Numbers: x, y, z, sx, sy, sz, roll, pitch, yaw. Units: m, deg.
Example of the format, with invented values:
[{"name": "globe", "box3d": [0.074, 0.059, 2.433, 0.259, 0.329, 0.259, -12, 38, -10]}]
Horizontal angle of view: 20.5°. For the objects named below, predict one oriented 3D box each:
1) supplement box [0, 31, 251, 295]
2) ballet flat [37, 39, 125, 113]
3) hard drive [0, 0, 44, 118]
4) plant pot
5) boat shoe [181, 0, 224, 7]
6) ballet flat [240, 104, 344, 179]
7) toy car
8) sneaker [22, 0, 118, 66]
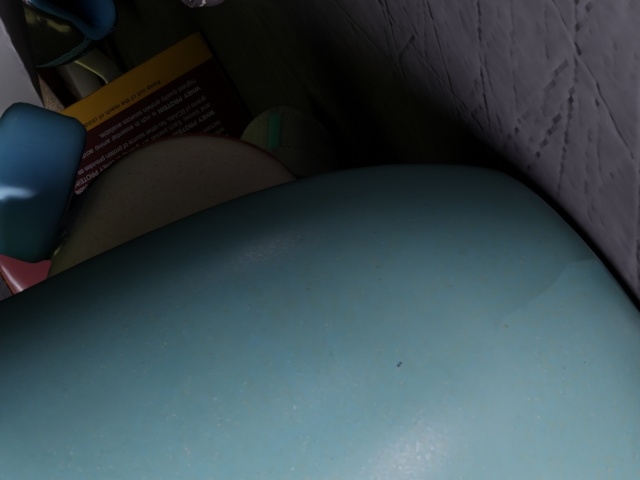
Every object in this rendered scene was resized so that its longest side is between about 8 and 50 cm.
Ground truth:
[{"name": "supplement box", "box3d": [-0.121, -0.005, 1.196, 0.194, 0.191, 0.129, 59, 172, -7]}, {"name": "ballet flat", "box3d": [-0.230, -0.187, 1.580, 0.106, 0.107, 0.316, 31, 164, 27]}, {"name": "hard drive", "box3d": [-0.243, -0.271, 1.087, 0.233, 0.047, 0.353, 83, 173, -73]}, {"name": "plant pot", "box3d": [0.013, 0.107, 0.680, 0.293, 0.235, 0.293, 56, 170, 15]}, {"name": "boat shoe", "box3d": [-0.100, -0.201, 0.734, 0.103, 0.092, 0.285, 52, 169, 37]}, {"name": "ballet flat", "box3d": [0.000, 0.000, 1.009, 0.213, 0.072, 0.068, 73, -169, -55]}, {"name": "toy car", "box3d": [-0.081, 0.044, 0.927, 0.219, 0.210, 0.238, 18, -177, -8]}, {"name": "sneaker", "box3d": [-0.255, -0.292, 1.348, 0.139, 0.125, 0.341, 0, 122, 48]}]
